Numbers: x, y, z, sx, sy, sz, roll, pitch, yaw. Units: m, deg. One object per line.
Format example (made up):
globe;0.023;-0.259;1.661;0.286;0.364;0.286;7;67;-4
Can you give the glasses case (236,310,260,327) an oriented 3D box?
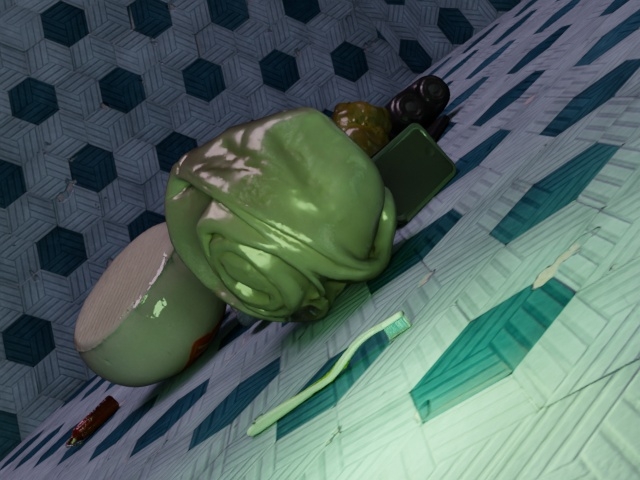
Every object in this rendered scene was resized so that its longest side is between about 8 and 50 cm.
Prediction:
glasses case;-0.056;0.064;1.949;0.282;0.067;0.109;-45;1;-24

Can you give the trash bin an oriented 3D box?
trash bin;0.113;-0.096;1.844;0.164;0.122;0.240;-43;5;-22

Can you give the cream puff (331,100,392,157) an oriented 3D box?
cream puff;0.101;-0.181;2.261;0.282;0.185;0.282;-175;90;-86

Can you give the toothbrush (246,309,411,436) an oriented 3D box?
toothbrush;0.002;0.162;1.206;0.263;0.026;0.022;-38;2;22

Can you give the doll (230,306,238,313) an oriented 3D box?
doll;-0.119;0.093;2.055;0.152;0.085;0.114;-51;-12;-1

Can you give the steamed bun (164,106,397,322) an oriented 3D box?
steamed bun;-0.063;-0.009;1.546;0.367;0.342;0.255;-26;39;41

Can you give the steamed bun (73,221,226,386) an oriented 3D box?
steamed bun;-0.343;0.154;2.164;0.374;0.241;0.374;-38;24;21

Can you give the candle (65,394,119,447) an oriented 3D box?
candle;-0.536;0.432;2.366;0.162;0.048;0.053;-45;-26;-31

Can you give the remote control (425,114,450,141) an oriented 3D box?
remote control;0.254;-0.238;2.346;0.063;0.025;0.245;-32;11;29

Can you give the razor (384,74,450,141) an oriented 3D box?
razor;0.200;-0.294;2.583;0.204;0.113;0.349;-41;0;-25
